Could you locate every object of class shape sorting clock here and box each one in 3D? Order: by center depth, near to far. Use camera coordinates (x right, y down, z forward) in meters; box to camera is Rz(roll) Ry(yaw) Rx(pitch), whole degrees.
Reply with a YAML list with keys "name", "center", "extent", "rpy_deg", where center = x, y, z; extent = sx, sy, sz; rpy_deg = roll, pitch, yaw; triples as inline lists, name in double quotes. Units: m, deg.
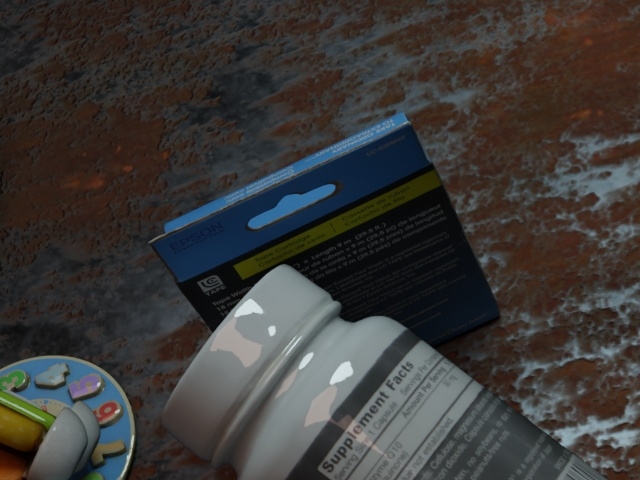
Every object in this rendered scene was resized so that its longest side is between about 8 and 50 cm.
- name: "shape sorting clock"
  center: [-0.279, 0.202, 1.778]
  extent: [0.206, 0.040, 0.206]
  rpy_deg: [-9, 57, 14]

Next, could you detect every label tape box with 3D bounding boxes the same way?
- name: "label tape box"
  center: [0.000, 0.000, 1.624]
  extent: [0.240, 0.334, 0.106]
  rpy_deg: [-25, 54, 3]

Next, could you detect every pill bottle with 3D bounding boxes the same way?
- name: "pill bottle"
  center: [0.063, 0.192, 1.489]
  extent: [0.361, 0.204, 0.204]
  rpy_deg: [37, 75, 8]

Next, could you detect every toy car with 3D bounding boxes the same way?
- name: "toy car"
  center: [-0.298, 0.189, 1.675]
  extent: [0.159, 0.182, 0.136]
  rpy_deg: [26, 90, 1]
